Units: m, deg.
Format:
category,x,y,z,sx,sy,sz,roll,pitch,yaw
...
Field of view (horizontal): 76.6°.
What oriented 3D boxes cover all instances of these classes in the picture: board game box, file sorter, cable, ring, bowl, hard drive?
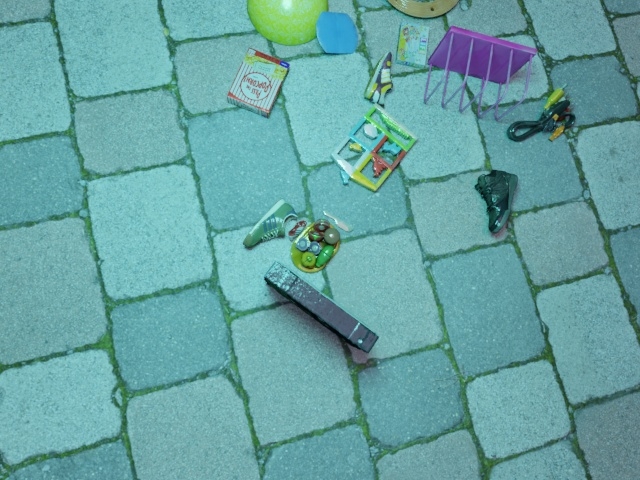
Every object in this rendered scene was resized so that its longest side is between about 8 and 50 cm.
category,x,y,z,sx,sy,sz,roll,pitch,yaw
board game box,-0.204,-0.522,1.345,0.146,0.045,0.194,20,79,-3
file sorter,0.519,-0.542,1.361,0.290,0.202,0.182,13,82,-5
cable,0.797,-0.429,1.460,0.287,0.072,0.139,-33,113,2
board game box,0.051,-0.714,1.406,0.168,0.033,0.133,-13,100,-29
board game box,0.328,-0.699,1.449,0.103,0.026,0.154,9,79,-6
ring,0.363,-0.968,1.497,0.336,0.032,0.337,1,81,-6
bowl,-0.107,-0.829,1.353,0.289,0.156,0.290,1,81,-6
hard drive,-0.009,0.188,1.154,0.339,0.237,0.064,35,78,1

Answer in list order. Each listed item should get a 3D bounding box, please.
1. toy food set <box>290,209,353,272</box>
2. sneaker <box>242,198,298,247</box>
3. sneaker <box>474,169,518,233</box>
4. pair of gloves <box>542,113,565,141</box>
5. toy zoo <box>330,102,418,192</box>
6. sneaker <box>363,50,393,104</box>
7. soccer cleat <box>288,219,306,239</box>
category,x,y,z,sx,sy,sz,roll,pitch,yaw
toy food set,0.000,0.000,1.269,0.128,0.071,0.218,39,78,1
sneaker,-0.148,-0.037,1.260,0.086,0.064,0.192,39,75,6
sneaker,0.570,-0.139,1.357,0.130,0.087,0.228,20,76,-1
pair of gloves,0.827,-0.399,1.436,0.083,0.010,0.074,29,108,-29
toy zoo,0.168,-0.297,1.360,0.192,0.030,0.293,39,79,0
sneaker,0.218,-0.556,1.397,0.083,0.069,0.186,26,84,-11
soccer cleat,-0.074,-0.034,1.289,0.029,0.036,0.083,28,53,21
